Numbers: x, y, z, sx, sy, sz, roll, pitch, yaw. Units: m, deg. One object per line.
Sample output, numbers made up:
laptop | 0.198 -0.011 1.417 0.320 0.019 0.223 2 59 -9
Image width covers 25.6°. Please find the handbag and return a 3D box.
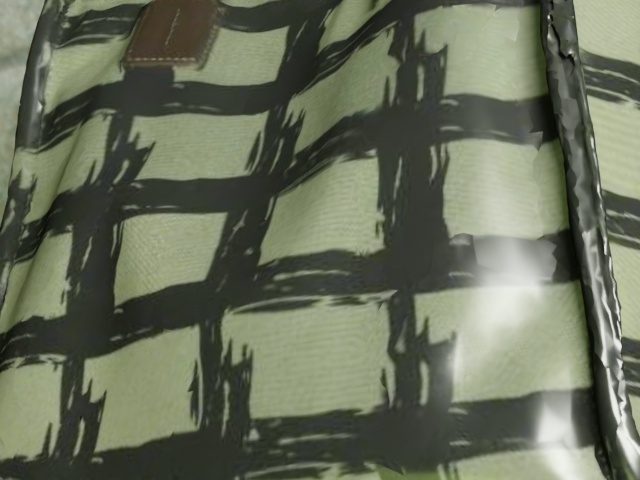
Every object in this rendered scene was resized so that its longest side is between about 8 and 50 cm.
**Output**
handbag | 0.000 0.000 0.629 0.325 0.162 0.327 -12 63 26
